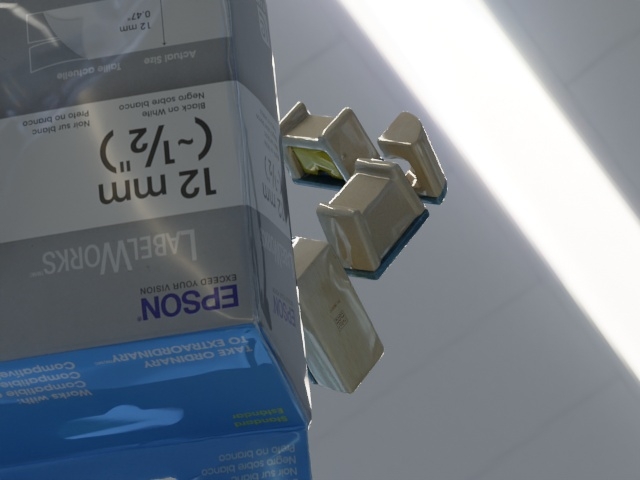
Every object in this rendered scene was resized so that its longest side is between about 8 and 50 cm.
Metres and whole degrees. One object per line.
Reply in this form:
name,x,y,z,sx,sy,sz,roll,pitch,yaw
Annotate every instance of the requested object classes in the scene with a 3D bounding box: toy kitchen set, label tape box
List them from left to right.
label tape box,-0.146,0.017,1.012,0.249,0.348,0.115,-9,-17,11
toy kitchen set,0.000,0.000,1.414,0.207,0.166,0.122,-49,-50,-30
